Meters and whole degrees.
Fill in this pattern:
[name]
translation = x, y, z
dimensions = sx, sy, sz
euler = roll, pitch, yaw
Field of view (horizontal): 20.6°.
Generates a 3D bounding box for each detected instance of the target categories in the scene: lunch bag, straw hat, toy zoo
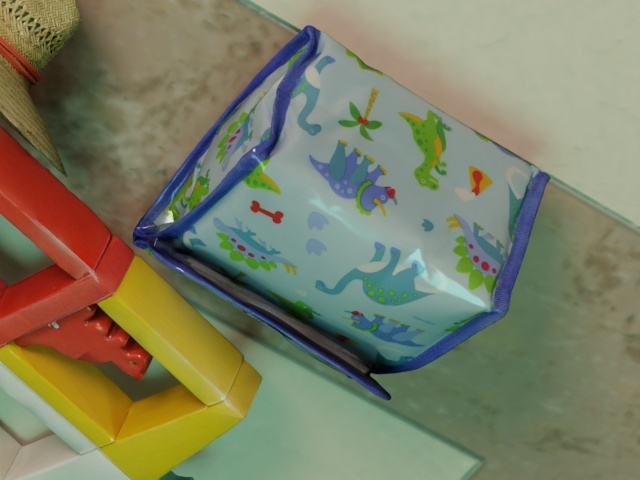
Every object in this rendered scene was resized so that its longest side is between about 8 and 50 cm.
[lunch bag]
translation = 0.000, 0.000, 0.762
dimensions = 0.128, 0.096, 0.151
euler = 33, 146, -14
[straw hat]
translation = -0.136, -0.097, 0.725
dimensions = 0.061, 0.144, 0.144
euler = -47, 113, -6
[toy zoo]
translation = -0.161, 0.037, 0.844
dimensions = 0.192, 0.030, 0.293
euler = -24, 120, 40
